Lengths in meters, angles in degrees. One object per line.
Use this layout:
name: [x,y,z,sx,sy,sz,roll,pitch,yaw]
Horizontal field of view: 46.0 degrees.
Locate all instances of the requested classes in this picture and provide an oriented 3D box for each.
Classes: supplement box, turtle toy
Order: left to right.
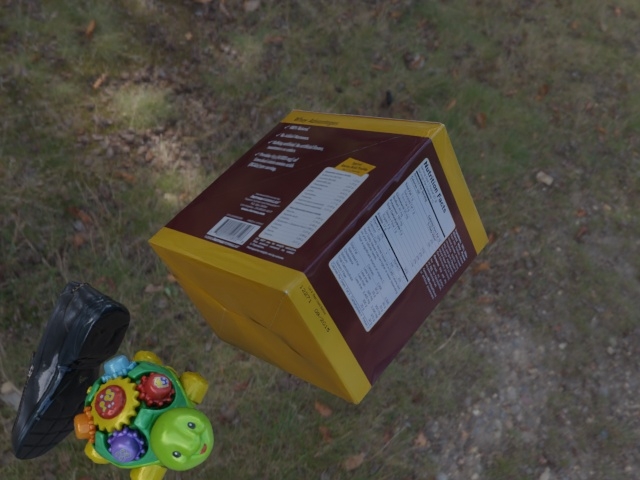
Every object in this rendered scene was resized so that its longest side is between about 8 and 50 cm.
turtle toy: [-0.131,0.134,0.567,0.130,0.066,0.095,17,72,29]
supplement box: [0.000,0.000,0.648,0.191,0.129,0.194,15,53,47]

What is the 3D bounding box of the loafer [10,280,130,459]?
loafer: [-0.233,0.116,0.675,0.061,0.062,0.170,34,96,27]
